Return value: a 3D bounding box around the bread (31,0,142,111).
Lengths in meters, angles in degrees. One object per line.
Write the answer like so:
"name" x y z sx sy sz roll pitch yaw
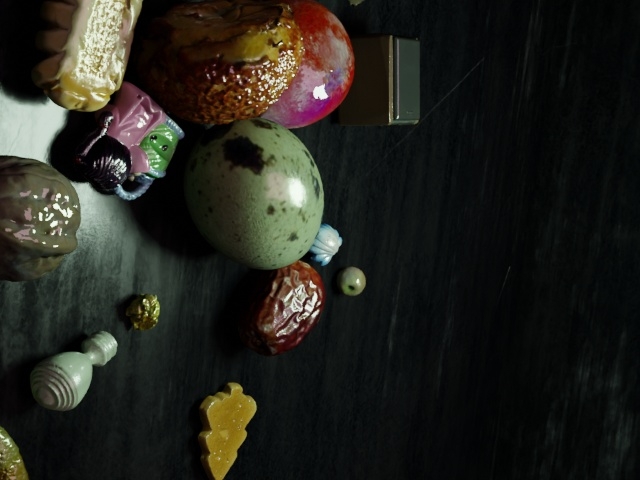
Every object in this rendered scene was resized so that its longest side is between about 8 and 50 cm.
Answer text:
"bread" -0.409 -0.382 1.572 0.173 0.121 0.311 9 102 -53

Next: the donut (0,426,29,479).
"donut" -0.607 0.423 1.528 0.272 0.107 0.272 -15 109 -53

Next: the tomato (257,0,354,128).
"tomato" -0.039 -0.408 2.076 0.335 0.176 0.290 -51 134 -34

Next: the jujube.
"jujube" -0.087 0.156 2.148 0.243 0.183 0.183 -57 140 -38

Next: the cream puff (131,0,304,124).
"cream puff" -0.196 -0.341 1.749 0.350 0.350 0.229 -35 133 -46

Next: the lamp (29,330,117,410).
"lamp" -0.464 0.244 1.701 0.193 0.106 0.106 -45 134 -53

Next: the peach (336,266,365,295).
"peach" 0.084 0.111 2.471 0.083 0.083 0.083 -20 114 -52

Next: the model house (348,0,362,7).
"model house" 0.094 -0.724 2.204 0.243 0.211 0.204 57 3 -11

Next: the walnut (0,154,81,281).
"walnut" -0.498 -0.033 1.486 0.224 0.224 0.224 -20 114 -52

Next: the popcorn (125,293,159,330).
"popcorn" -0.360 0.148 1.854 0.068 0.059 0.083 8 100 -56

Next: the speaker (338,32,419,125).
"speaker" 0.149 -0.414 2.337 0.153 0.192 0.231 -11 104 -53

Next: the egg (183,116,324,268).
"egg" -0.133 -0.094 1.915 0.379 0.287 0.288 51 57 -46

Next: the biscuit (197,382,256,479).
"biscuit" -0.232 0.455 2.137 0.212 0.041 0.239 17 84 -62

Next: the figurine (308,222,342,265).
"figurine" 0.000 0.000 2.337 0.114 0.079 0.114 3 81 -22

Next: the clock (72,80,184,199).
"clock" -0.368 -0.176 1.725 0.195 0.100 0.194 -59 141 -15
